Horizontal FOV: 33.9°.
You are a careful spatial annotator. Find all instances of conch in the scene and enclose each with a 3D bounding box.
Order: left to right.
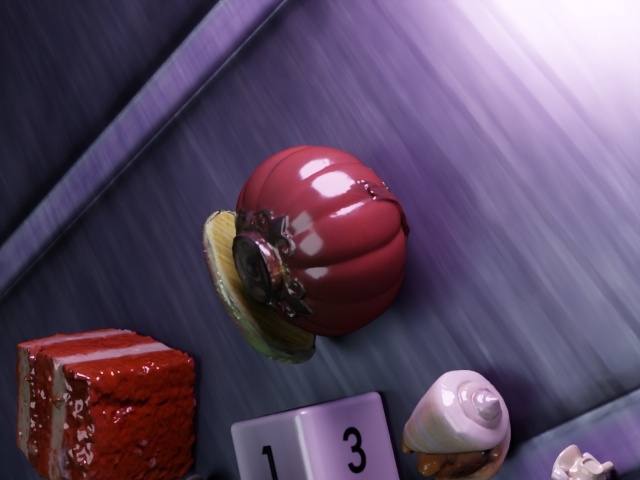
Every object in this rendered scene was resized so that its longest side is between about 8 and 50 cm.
[{"bbox_3d":[0.207,0.273,1.570,0.158,0.127,0.255,46,154,-2],"label":"conch"}]

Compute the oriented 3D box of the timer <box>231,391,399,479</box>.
[{"bbox_3d":[-0.006,0.367,1.719,0.194,0.192,0.194,-22,78,45],"label":"timer"}]

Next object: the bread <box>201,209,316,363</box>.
[{"bbox_3d":[-0.106,0.075,1.737,0.045,0.301,0.301,-31,70,17],"label":"bread"}]

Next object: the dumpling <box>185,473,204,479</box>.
[{"bbox_3d":[-0.245,0.520,2.018,0.100,0.169,0.134,9,106,23],"label":"dumpling"}]

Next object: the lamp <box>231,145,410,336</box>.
[{"bbox_3d":[0.000,0.000,1.625,0.303,0.257,0.303,41,144,39],"label":"lamp"}]

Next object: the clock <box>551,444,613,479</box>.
[{"bbox_3d":[0.407,0.419,1.366,0.379,0.120,0.276,5,101,40],"label":"clock"}]

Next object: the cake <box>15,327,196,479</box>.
[{"bbox_3d":[-0.445,0.338,2.116,0.320,0.270,0.269,14,103,46],"label":"cake"}]
